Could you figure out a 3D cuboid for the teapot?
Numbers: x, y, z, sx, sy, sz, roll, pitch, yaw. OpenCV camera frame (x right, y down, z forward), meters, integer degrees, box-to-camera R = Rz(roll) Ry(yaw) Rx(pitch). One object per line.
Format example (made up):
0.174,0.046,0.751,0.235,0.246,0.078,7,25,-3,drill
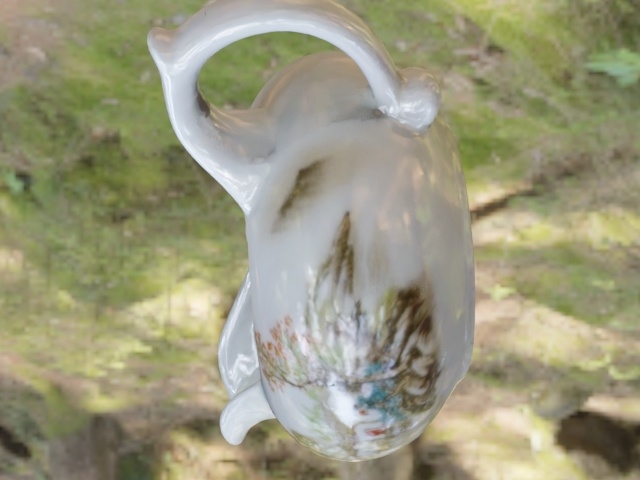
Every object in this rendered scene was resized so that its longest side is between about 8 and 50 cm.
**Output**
0.000,0.000,0.639,0.139,0.298,0.204,-3,-139,-1,teapot
